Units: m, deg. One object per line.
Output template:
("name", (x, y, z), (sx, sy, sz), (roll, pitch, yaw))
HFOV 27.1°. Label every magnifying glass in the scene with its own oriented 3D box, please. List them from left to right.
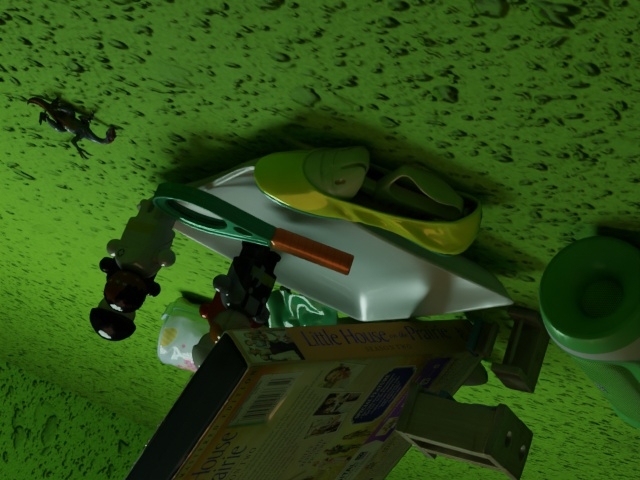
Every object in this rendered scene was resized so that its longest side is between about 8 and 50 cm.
("magnifying glass", (-0.075, -0.011, 1.457), (0.231, 0.026, 0.092), (18, 163, 3))

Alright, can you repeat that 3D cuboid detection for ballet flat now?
("ballet flat", (0.052, -0.052, 1.294), (0.231, 0.077, 0.077), (19, 142, -7))

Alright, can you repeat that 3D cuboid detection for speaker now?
("speaker", (0.322, 0.105, 1.364), (0.131, 0.131, 0.296), (9, 160, 33))

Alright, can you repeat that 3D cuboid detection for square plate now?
("square plate", (0.000, 0.000, 1.533), (0.347, 0.049, 0.344), (27, 161, -23))

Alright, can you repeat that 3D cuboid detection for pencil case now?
("pencil case", (-0.124, 0.178, 2.125), (0.273, 0.114, 0.124), (16, 154, 13))

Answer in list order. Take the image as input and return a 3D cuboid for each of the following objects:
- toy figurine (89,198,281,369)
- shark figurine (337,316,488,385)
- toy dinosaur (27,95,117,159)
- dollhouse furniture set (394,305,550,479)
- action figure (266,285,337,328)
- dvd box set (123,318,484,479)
("toy figurine", (-0.164, 0.064, 1.581), (0.213, 0.148, 0.209), (24, 163, -7))
("shark figurine", (0.092, 0.163, 1.837), (0.278, 0.116, 0.166), (15, 161, 10))
("toy dinosaur", (-0.269, -0.133, 1.476), (0.082, 0.047, 0.090), (25, -162, -48))
("dollhouse furniture set", (0.199, 0.182, 1.644), (0.129, 0.184, 0.129), (11, 161, 29))
("action figure", (-0.016, 0.169, 1.838), (0.137, 0.063, 0.232), (10, 118, 37))
("dvd box set", (-0.017, 0.225, 1.633), (0.420, 0.308, 0.062), (0, -137, -45))
